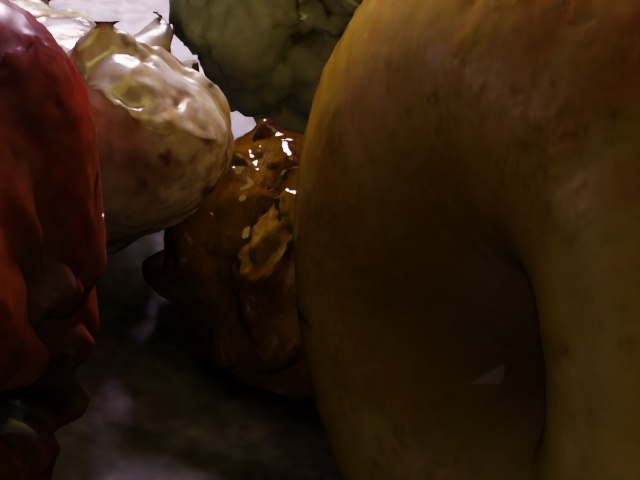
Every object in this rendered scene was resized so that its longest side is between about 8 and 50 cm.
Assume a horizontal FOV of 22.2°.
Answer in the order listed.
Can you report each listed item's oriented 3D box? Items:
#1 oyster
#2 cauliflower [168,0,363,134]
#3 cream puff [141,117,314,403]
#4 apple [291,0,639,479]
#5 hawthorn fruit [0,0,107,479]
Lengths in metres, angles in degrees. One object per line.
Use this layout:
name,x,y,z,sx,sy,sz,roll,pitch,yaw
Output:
oyster,-0.105,-0.054,0.639,0.166,0.094,0.294,-1,15,3
cauliflower,0.085,-0.162,0.763,0.260,0.327,0.281,60,6,30
cream puff,0.000,0.000,0.603,0.122,0.094,0.116,7,36,-23
apple,0.128,0.016,0.470,0.233,0.286,0.286,-11,41,-30
hawthorn fruit,-0.185,0.001,0.433,0.253,0.205,0.205,16,32,8
